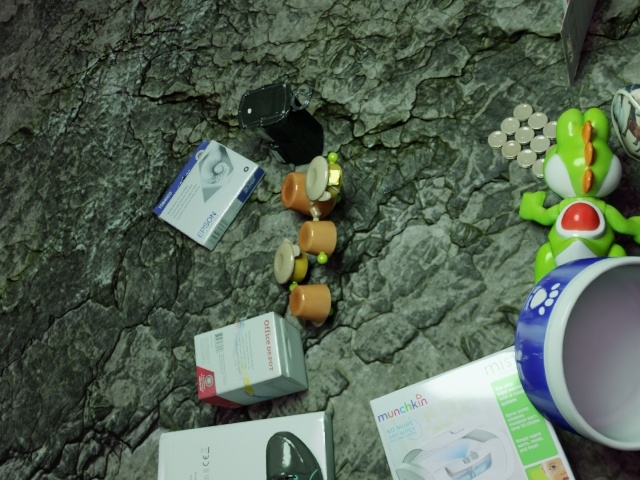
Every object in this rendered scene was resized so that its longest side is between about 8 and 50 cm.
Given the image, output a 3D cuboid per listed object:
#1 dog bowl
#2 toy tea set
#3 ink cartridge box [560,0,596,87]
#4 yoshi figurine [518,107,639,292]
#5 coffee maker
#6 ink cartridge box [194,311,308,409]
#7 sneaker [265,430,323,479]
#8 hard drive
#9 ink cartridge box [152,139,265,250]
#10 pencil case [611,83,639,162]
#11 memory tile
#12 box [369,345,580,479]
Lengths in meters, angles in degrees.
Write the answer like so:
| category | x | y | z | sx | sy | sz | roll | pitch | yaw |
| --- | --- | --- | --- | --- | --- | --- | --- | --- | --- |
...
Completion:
| category | x | y | z | sx | sy | sz | roll | pitch | yaw |
| --- | --- | --- | --- | --- | --- | --- | --- | --- | --- |
| dog bowl | 0.415 | 0.155 | 0.976 | 0.265 | 0.264 | 0.104 | -63 | 16 | -10 |
| toy tea set | 0.000 | 0.000 | 1.362 | 0.200 | 0.124 | 0.336 | 5 | 87 | 62 |
| ink cartridge box | 0.467 | -0.440 | 1.287 | 0.066 | 0.189 | 0.233 | 17 | 77 | 31 |
| yoshi figurine | 0.441 | -0.035 | 1.162 | 0.203 | 0.203 | 0.363 | 170 | 106 | -66 |
| coffee maker | -0.063 | -0.241 | 1.454 | 0.171 | 0.178 | 0.120 | 14 | 77 | 32 |
| ink cartridge box | -0.130 | 0.233 | 1.305 | 0.176 | 0.127 | 0.128 | -18 | 61 | 17 |
| sneaker | -0.049 | 0.444 | 1.133 | 0.101 | 0.106 | 0.268 | -24 | 59 | 16 |
| hard drive | -0.142 | 0.456 | 1.261 | 0.352 | 0.047 | 0.233 | -13 | 63 | 20 |
| ink cartridge box | -0.270 | -0.118 | 1.577 | 0.224 | 0.045 | 0.223 | 29 | 83 | 33 |
| pencil case | 0.694 | -0.253 | 1.100 | 0.410 | 0.183 | 0.160 | -24 | 77 | 13 |
| memory tile | 0.406 | -0.192 | 1.310 | 0.113 | 0.012 | 0.148 | -48 | 58 | -1 |
| box | 0.245 | 0.327 | 1.091 | 0.261 | 0.127 | 0.231 | -24 | 62 | 15 |
